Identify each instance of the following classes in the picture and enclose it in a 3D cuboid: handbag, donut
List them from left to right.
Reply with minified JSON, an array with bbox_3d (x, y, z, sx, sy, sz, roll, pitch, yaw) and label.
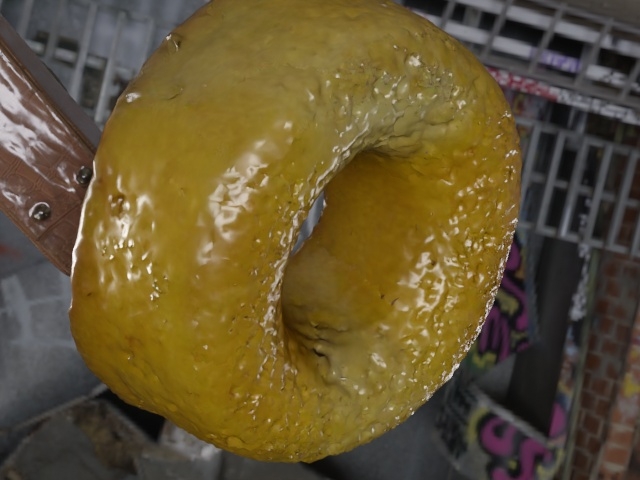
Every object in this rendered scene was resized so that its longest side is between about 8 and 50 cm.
[{"bbox_3d":[-0.193,-0.076,0.632,0.193,0.072,0.151,49,178,-17],"label":"handbag"},{"bbox_3d":[0.000,-0.003,0.544,0.277,0.277,0.108,12,-168,-42],"label":"donut"}]
